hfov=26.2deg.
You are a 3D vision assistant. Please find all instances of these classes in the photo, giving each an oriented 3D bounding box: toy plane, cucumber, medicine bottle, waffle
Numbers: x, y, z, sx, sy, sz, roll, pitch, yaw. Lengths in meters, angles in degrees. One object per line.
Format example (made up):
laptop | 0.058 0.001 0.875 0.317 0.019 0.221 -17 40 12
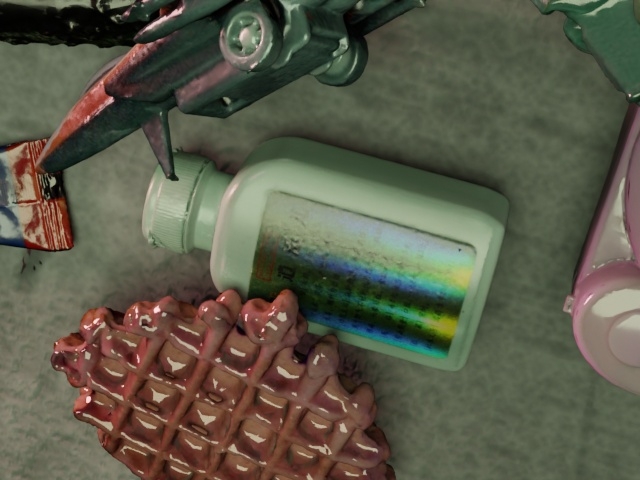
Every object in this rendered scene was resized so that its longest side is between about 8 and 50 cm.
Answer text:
toy plane | -0.062 -0.112 0.827 0.326 0.223 0.104 -39 69 28
cucumber | -0.212 -0.164 0.897 0.300 0.072 0.072 4 110 9
medicine bottle | 0.000 0.000 0.904 0.229 0.083 0.121 15 120 4
waffle | -0.061 0.125 0.944 0.221 0.055 0.234 -9 129 24

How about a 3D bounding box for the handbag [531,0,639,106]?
handbag | 0.194 -0.240 0.702 0.274 0.100 0.268 -34 76 9

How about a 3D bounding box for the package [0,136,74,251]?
package | -0.276 -0.026 0.981 0.200 0.022 0.083 -3 109 11

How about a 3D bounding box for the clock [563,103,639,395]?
clock | 0.333 -0.019 0.819 0.322 0.113 0.295 17 111 4
